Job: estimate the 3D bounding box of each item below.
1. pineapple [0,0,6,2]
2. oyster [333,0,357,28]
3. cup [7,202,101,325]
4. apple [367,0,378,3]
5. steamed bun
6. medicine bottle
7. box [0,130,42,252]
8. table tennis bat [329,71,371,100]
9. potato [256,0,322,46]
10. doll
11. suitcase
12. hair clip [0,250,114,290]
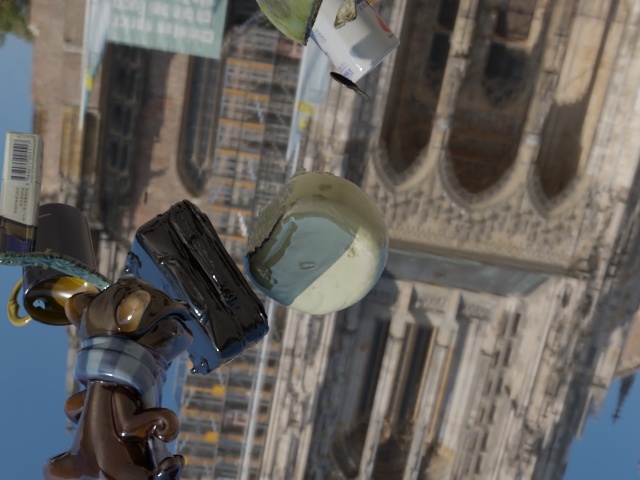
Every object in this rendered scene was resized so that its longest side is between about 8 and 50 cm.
[{"bbox_3d":[-0.628,-0.566,1.794,0.236,0.186,0.114,31,176,9],"label":"pineapple"},{"bbox_3d":[0.045,-0.391,1.523,0.019,0.054,0.083,16,164,-27],"label":"oyster"},{"bbox_3d":[-0.658,0.064,2.085,0.254,0.178,0.256,-20,-131,-2],"label":"cup"},{"bbox_3d":[0.112,-0.667,1.977,0.233,0.286,0.286,50,-170,-18],"label":"apple"},{"bbox_3d":[0.000,0.000,2.089,0.312,0.334,0.233,37,-151,-19],"label":"steamed bun"},{"bbox_3d":[-0.001,-0.472,1.710,0.341,0.130,0.130,49,-160,-4],"label":"medicine bottle"},{"bbox_3d":[-0.596,-0.080,1.752,0.071,0.260,0.168,6,178,-15],"label":"box"},{"bbox_3d":[0.050,-0.258,1.469,0.083,0.007,0.050,38,-157,18],"label":"table tennis bat"},{"bbox_3d":[-0.028,-0.296,0.833,0.111,0.160,0.272,23,170,-4],"label":"potato"},{"bbox_3d":[-0.276,0.229,1.313,0.209,0.340,0.317,15,156,-37],"label":"doll"},{"bbox_3d":[-0.271,0.107,1.923,0.188,0.345,0.339,-31,175,-19],"label":"suitcase"},{"bbox_3d":[-0.441,0.043,1.435,0.229,0.036,0.066,17,150,-36],"label":"hair clip"}]
